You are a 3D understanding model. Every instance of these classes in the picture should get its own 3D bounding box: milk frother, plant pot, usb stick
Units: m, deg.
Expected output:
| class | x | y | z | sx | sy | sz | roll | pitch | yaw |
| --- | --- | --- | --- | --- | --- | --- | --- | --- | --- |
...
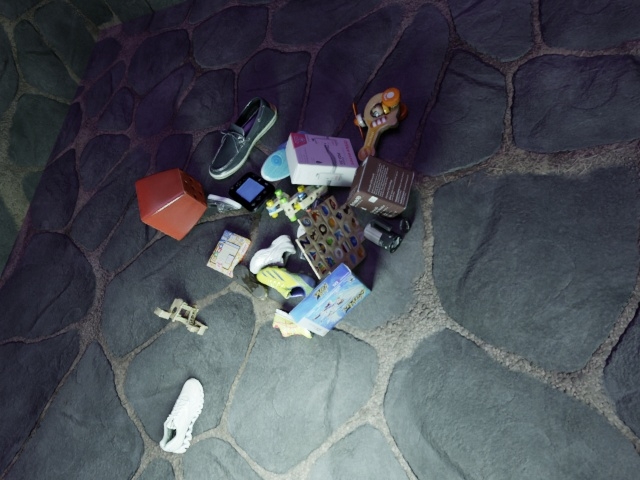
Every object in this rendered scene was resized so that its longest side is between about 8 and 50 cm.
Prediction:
| class | x | y | z | sx | sy | sz | roll | pitch | yaw |
| --- | --- | --- | --- | --- | --- | --- | --- | --- | --- |
| milk frother | 0.273 | -0.044 | 1.710 | 0.134 | 0.129 | 0.143 | 33 | 41 | 32 |
| plant pot | -0.731 | -0.207 | 2.136 | 0.235 | 0.267 | 0.267 | -31 | 58 | 12 |
| usb stick | -0.030 | -0.044 | 1.834 | 0.045 | 0.077 | 0.278 | 5 | 78 | 62 |

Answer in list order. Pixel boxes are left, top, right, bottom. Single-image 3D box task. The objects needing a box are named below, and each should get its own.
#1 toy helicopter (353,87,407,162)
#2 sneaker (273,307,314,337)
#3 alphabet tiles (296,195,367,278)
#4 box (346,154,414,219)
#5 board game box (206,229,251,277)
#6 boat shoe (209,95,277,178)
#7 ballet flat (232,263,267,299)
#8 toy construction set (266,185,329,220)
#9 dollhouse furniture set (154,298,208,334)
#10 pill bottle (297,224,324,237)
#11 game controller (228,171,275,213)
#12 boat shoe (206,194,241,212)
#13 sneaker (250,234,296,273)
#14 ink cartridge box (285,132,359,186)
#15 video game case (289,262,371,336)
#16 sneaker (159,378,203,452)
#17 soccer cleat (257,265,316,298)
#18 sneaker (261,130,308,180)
| class | x | y | z | sx | sy | sz | roll | pitch | yaw |
| --- | --- | --- | --- | --- | --- | --- | --- | --- | --- |
| toy helicopter | 0.233 | -0.508 | 1.904 | 0.234 | 0.140 | 0.355 | 11 | 75 | 31 |
| sneaker | -0.112 | 0.355 | 1.720 | 0.208 | 0.081 | 0.094 | 21 | 85 | 38 |
| alphabet tiles | 0.054 | -0.008 | 1.652 | 0.011 | 0.285 | 0.342 | -23 | 11 | 47 |
| box | 0.237 | -0.208 | 1.699 | 0.203 | 0.168 | 0.167 | 19 | 74 | -8 |
| board game box | -0.436 | 0.061 | 2.015 | 0.146 | 0.045 | 0.194 | 21 | 78 | 31 |
| boat shoe | -0.427 | -0.544 | 2.218 | 0.186 | 0.156 | 0.500 | 38 | 88 | 31 |
| ballet flat | -0.312 | 0.189 | 1.901 | 0.249 | 0.058 | 0.084 | 35 | 82 | 37 |
| toy construction set | -0.089 | -0.221 | 1.930 | 0.328 | 0.151 | 0.215 | -52 | 34 | -10 |
| dollhouse furniture set | -0.606 | 0.330 | 1.894 | 0.160 | 0.182 | 0.101 | 21 | 78 | 31 |
| pill bottle | 0.000 | 0.000 | 1.739 | 0.117 | 0.208 | 0.118 | -11 | 63 | 22 |
| game controller | -0.333 | -0.237 | 2.047 | 0.167 | 0.067 | 0.319 | -53 | 41 | -2 |
| boat shoe | -0.493 | -0.175 | 2.131 | 0.228 | 0.080 | 0.076 | 17 | 82 | 31 |
| sneaker | -0.210 | 0.081 | 1.877 | 0.232 | 0.090 | 0.115 | -39 | 61 | 6 |
| ink cartridge box | 0.006 | -0.351 | 1.847 | 0.282 | 0.117 | 0.207 | 0 | 53 | -20 |
| video game case | 0.045 | 0.231 | 1.595 | 0.269 | 0.244 | 0.061 | -43 | 58 | 2 |
| sneaker | -0.570 | 0.718 | 1.745 | 0.109 | 0.118 | 0.292 | 0 | 67 | 27 |
| soccer cleat | -0.156 | 0.183 | 1.795 | 0.288 | 0.093 | 0.121 | 6 | 57 | 25 |
| sneaker | -0.185 | -0.369 | 1.995 | 0.319 | 0.127 | 0.208 | -46 | 15 | -28 |
